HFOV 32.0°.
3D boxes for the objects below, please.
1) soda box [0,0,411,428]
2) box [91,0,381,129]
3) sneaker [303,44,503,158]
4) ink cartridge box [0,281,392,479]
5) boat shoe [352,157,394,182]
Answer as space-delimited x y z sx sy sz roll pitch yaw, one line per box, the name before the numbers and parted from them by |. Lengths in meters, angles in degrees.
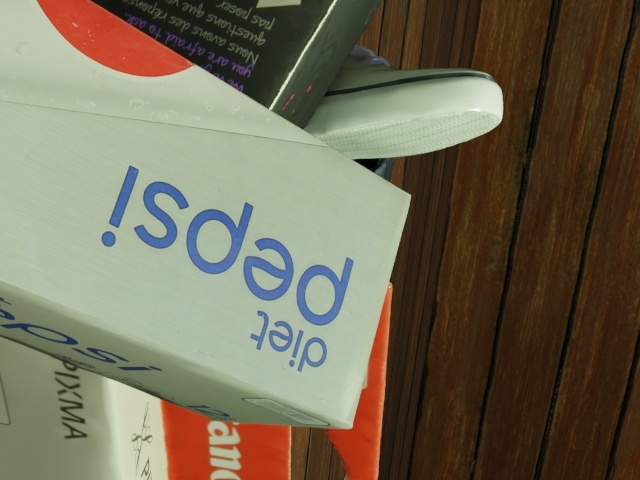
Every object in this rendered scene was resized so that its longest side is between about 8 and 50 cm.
soda box | -0.106 -0.027 0.364 0.286 0.091 0.098 29 68 -33
box | -0.016 -0.197 0.617 0.270 0.143 0.165 -58 177 6
sneaker | -0.001 -0.105 0.758 0.094 0.258 0.091 14 76 -60
ink cartridge box | -0.093 0.120 0.571 0.060 0.239 0.275 -68 163 -50
boat shoe | 0.000 0.000 1.079 0.158 0.127 0.341 115 -17 -69
